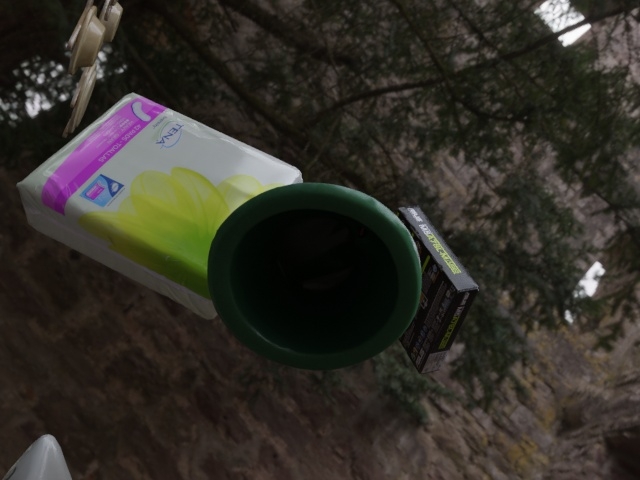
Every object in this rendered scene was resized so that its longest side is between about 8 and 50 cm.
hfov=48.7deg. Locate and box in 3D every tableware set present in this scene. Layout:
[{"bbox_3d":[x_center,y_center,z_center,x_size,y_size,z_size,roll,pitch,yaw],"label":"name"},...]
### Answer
[{"bbox_3d":[-0.186,-0.173,0.589,0.020,0.141,0.168,20,-26,-16],"label":"tableware set"}]

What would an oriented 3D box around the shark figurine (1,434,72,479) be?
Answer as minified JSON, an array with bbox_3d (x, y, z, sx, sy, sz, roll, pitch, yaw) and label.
[{"bbox_3d":[-0.131,0.226,0.395,0.116,0.166,0.278,18,-27,6],"label":"shark figurine"}]

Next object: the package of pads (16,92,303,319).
[{"bbox_3d":[-0.196,-0.056,0.924,0.296,0.229,0.101,26,-39,13],"label":"package of pads"}]

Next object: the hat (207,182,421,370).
[{"bbox_3d":[0.000,0.000,0.644,0.172,0.184,0.209,-5,-58,5],"label":"hat"}]

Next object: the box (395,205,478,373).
[{"bbox_3d":[0.151,0.076,1.090,0.184,0.045,0.191,-119,-148,-42],"label":"box"}]
